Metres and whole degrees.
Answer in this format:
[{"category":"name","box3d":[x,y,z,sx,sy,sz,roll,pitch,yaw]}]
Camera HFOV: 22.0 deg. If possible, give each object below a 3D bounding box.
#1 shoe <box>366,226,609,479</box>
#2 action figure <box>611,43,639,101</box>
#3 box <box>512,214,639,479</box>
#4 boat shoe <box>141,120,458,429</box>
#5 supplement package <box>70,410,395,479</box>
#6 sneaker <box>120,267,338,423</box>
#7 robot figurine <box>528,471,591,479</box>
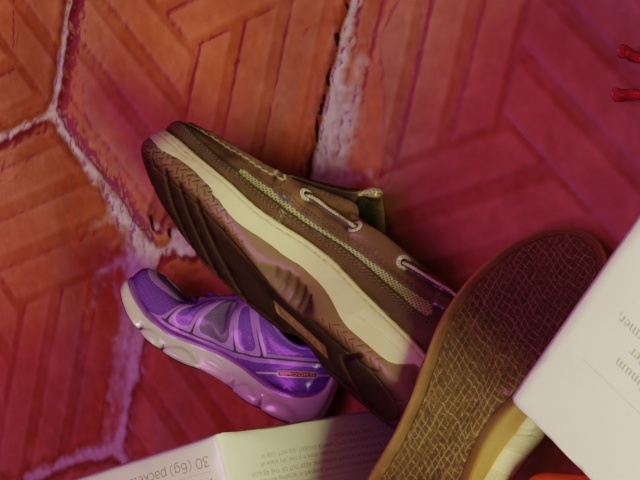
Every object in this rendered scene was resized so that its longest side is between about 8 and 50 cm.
[{"category":"shoe","box3d":[0.087,0.087,0.888,0.077,0.058,0.219,29,71,21]},{"category":"action figure","box3d":[0.206,-0.080,0.852,0.115,0.030,0.038,12,93,37]},{"category":"box","box3d":[0.282,0.005,0.699,0.215,0.168,0.345,46,117,29]},{"category":"boat shoe","box3d":[0.001,0.004,0.990,0.257,0.095,0.095,43,159,25]},{"category":"supplement package","box3d":[-0.030,0.263,0.955,0.178,0.175,0.292,-22,77,37]},{"category":"sneaker","box3d":[-0.053,0.056,1.057,0.170,0.068,0.071,27,92,27]},{"category":"robot figurine","box3d":[0.154,0.209,0.833,0.219,0.158,0.128,-9,42,39]}]
